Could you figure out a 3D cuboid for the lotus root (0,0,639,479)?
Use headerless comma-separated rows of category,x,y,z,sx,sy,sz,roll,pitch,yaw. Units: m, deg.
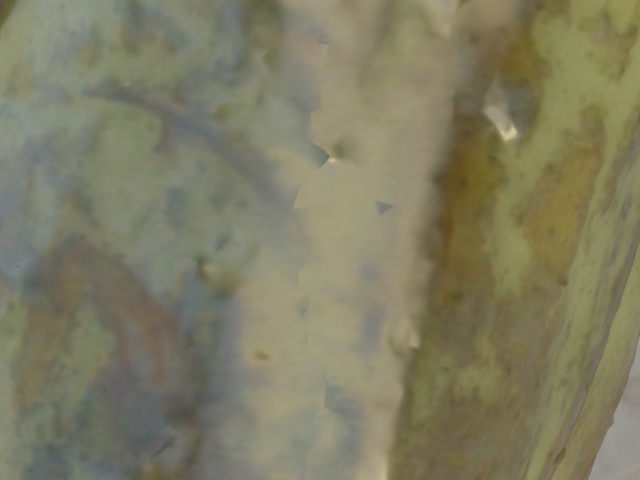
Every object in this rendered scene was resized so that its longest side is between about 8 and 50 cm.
lotus root,0.000,0.000,0.388,0.173,0.173,0.309,16,89,45
